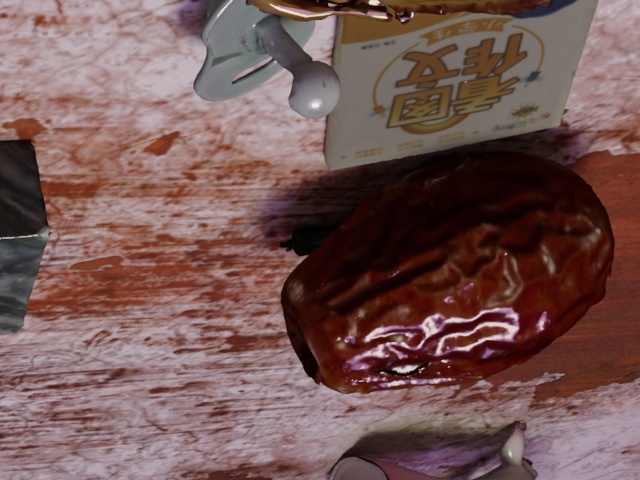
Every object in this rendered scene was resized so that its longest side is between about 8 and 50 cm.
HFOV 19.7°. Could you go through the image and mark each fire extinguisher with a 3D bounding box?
[{"bbox_3d":[0.000,0.000,1.655,0.083,0.025,0.038,-7,176,-15],"label":"fire extinguisher"}]

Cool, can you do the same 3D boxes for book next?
[{"bbox_3d":[0.110,-0.152,1.426,0.207,0.020,0.295,-12,153,-8],"label":"book"}]

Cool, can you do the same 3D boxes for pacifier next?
[{"bbox_3d":[-0.023,-0.135,1.289,0.126,0.116,0.150,-31,159,-30],"label":"pacifier"}]

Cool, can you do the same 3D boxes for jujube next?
[{"bbox_3d":[0.112,0.034,1.588,0.290,0.197,0.197,-21,154,-10],"label":"jujube"}]

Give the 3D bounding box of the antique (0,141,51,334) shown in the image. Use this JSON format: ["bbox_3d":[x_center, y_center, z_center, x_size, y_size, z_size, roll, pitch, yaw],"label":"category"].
[{"bbox_3d":[-0.275,0.007,1.458,0.088,0.086,0.183,-3,151,-20],"label":"antique"}]

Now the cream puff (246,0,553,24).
[{"bbox_3d":[0.053,-0.261,0.944,0.350,0.229,0.350,11,160,4],"label":"cream puff"}]

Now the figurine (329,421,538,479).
[{"bbox_3d":[0.167,0.339,2.241,0.315,0.206,0.284,4,143,-21],"label":"figurine"}]
